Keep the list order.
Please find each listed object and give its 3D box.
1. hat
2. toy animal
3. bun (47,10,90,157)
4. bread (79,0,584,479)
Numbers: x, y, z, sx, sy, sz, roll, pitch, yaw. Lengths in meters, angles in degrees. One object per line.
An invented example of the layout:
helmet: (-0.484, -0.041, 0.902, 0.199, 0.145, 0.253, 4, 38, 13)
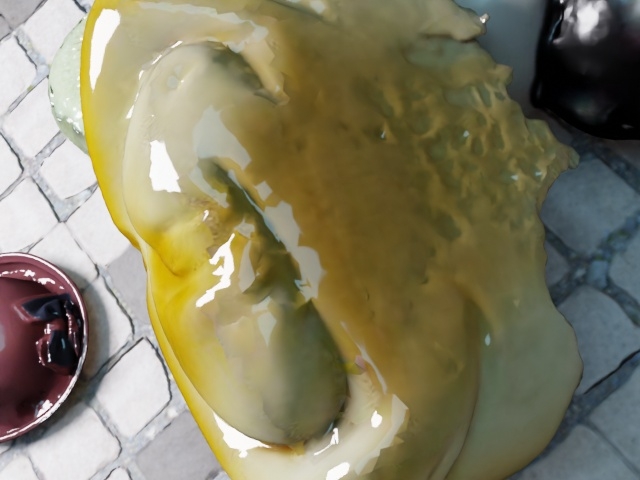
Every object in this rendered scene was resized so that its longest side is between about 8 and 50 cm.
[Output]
hat: (-0.328, 0.102, 0.862, 0.205, 0.089, 0.205, -6, 71, 18)
toy animal: (0.177, -0.174, 0.702, 0.235, 0.187, 0.165, 12, 69, 22)
bun: (-0.165, -0.148, 0.866, 0.195, 0.118, 0.195, -5, 70, 13)
bread: (0.004, -0.006, 0.633, 0.329, 0.245, 0.424, -27, 80, 32)
